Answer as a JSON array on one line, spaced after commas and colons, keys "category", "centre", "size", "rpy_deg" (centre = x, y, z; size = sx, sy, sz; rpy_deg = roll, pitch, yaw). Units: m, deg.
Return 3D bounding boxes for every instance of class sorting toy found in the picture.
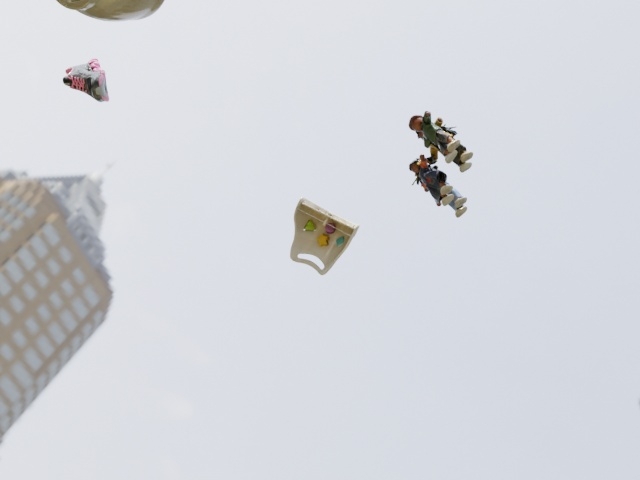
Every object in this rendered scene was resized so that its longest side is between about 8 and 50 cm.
[{"category": "sorting toy", "centre": [0.000, 0.000, 1.298], "size": [0.083, 0.075, 0.045], "rpy_deg": [27, -2, 19]}]

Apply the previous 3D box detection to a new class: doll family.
[{"category": "doll family", "centre": [0.174, -0.118, 1.609], "size": [0.111, 0.076, 0.193], "rpy_deg": [42, -38, 37]}]

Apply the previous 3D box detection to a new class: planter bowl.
[{"category": "planter bowl", "centre": [-0.288, -0.355, 1.375], "size": [0.162, 0.109, 0.162], "rpy_deg": [15, -61, 30]}]

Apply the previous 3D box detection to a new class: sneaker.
[{"category": "sneaker", "centre": [-0.324, -0.217, 1.466], "size": [0.119, 0.057, 0.047], "rpy_deg": [-133, -143, -61]}]
